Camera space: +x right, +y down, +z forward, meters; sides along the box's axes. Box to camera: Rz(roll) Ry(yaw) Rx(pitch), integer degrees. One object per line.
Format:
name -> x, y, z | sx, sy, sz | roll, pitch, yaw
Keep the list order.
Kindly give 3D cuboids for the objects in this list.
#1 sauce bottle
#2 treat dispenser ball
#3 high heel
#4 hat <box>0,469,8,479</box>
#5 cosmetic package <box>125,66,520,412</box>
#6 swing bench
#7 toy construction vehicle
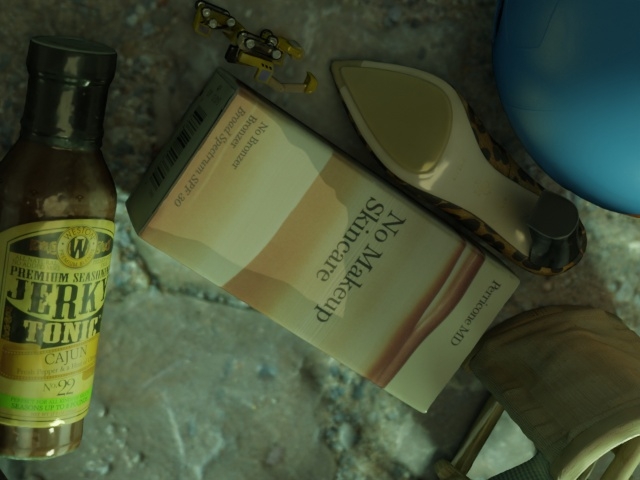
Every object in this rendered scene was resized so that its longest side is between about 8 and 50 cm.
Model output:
sauce bottle -> -0.227, 0.007, 1.113 | 0.111, 0.111, 0.344 | 5, 105, -14
treat dispenser ball -> 0.281, -0.157, 1.082 | 0.288, 0.288, 0.288 | -3, 106, -11
high heel -> 0.120, -0.060, 1.200 | 0.261, 0.186, 0.093 | 38, 88, 15
hat -> -0.348, 0.264, 1.132 | 0.331, 0.134, 0.331 | 3, 100, 17
cosmetic package -> 0.000, 0.000, 1.150 | 0.296, 0.129, 0.153 | 32, 96, -19
swing bench -> 0.215, 0.206, 1.190 | 0.165, 0.253, 0.255 | 9, 103, -14
toy construction vehicle -> -0.056, -0.156, 1.120 | 0.098, 0.086, 0.035 | 18, 108, -30
